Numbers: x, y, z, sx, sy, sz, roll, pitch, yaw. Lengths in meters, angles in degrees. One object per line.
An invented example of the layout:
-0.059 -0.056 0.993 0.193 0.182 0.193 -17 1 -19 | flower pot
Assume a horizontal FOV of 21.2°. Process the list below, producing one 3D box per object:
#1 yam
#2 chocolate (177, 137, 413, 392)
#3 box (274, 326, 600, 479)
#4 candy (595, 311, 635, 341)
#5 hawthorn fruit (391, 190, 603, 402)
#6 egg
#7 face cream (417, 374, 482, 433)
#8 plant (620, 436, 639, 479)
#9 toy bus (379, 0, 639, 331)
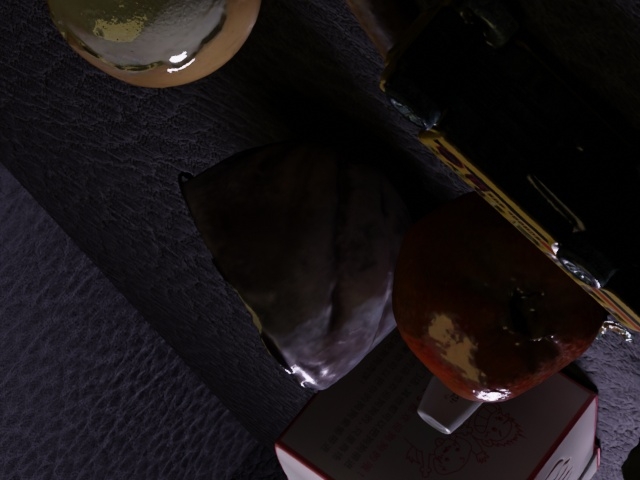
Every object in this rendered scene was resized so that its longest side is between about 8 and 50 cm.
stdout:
0.077 -0.172 1.549 0.046 0.046 0.264 24 159 46 | yam
0.000 0.000 1.951 0.303 0.213 0.303 58 -175 -8 | chocolate
0.158 0.283 2.246 0.312 0.314 0.300 33 162 22 | box
0.264 0.081 1.877 0.182 0.046 0.053 20 159 47 | candy
0.161 0.048 1.717 0.210 0.210 0.262 42 172 -14 | hawthorn fruit
-0.151 -0.242 1.599 0.201 0.201 0.244 36 178 13 | egg
0.182 0.140 1.988 0.072 0.182 0.051 35 166 5 | face cream
0.447 0.390 2.048 0.213 0.215 0.312 28 160 49 | plant
0.193 -0.065 1.450 0.335 0.121 0.123 41 173 -13 | toy bus
